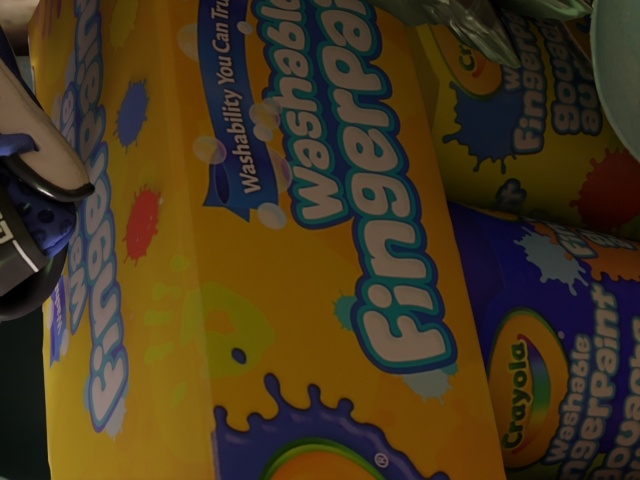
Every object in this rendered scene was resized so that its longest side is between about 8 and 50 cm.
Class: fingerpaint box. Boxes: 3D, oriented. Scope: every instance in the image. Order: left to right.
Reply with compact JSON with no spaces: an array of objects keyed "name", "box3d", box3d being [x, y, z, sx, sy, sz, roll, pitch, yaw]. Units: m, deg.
[{"name":"fingerpaint box","box3d":[0.072,0.058,0.651,0.371,0.445,0.163,11,142,-27]}]

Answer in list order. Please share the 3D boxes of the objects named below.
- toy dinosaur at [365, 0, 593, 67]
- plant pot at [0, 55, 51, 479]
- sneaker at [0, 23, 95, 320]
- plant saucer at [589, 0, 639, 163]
[{"name":"toy dinosaur","box3d":[0.016,-0.196,0.461,0.322,0.164,0.218,29,169,45]},{"name":"plant pot","box3d":[-0.253,0.029,0.916,0.252,0.248,0.247,8,163,17]},{"name":"sneaker","box3d":[-0.166,-0.071,0.528,0.127,0.182,0.315,-34,140,-7]},{"name":"plant saucer","box3d":[0.194,-0.120,0.649,0.195,0.195,0.037,13,-161,-33]}]
